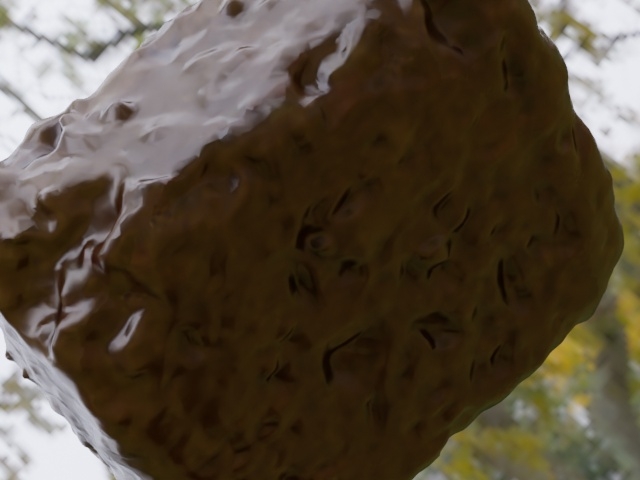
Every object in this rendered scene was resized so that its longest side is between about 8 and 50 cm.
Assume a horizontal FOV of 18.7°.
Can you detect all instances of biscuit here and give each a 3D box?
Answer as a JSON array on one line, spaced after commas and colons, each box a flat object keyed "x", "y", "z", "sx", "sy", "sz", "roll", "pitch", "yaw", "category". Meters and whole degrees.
[{"x": 0.000, "y": 0.000, "z": 1.235, "sx": 0.395, "sy": 0.166, "sz": 0.342, "roll": -41, "pitch": -46, "yaw": -13, "category": "biscuit"}]
